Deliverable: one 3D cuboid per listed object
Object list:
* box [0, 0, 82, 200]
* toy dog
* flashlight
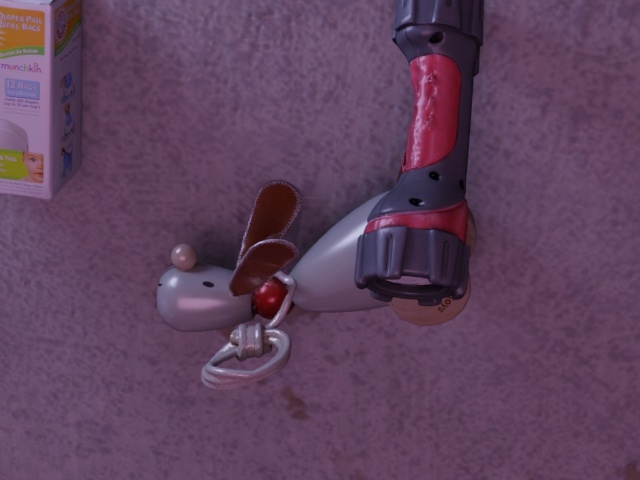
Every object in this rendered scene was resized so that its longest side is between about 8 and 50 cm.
[{"bbox_3d":[-0.307,-0.157,1.390,0.114,0.103,0.203,8,113,5],"label":"box"},{"bbox_3d":[0.000,0.000,1.358,0.334,0.220,0.161,-17,112,-11],"label":"toy dog"},{"bbox_3d":[0.093,-0.097,1.262,0.103,0.103,0.304,4,74,3],"label":"flashlight"}]
